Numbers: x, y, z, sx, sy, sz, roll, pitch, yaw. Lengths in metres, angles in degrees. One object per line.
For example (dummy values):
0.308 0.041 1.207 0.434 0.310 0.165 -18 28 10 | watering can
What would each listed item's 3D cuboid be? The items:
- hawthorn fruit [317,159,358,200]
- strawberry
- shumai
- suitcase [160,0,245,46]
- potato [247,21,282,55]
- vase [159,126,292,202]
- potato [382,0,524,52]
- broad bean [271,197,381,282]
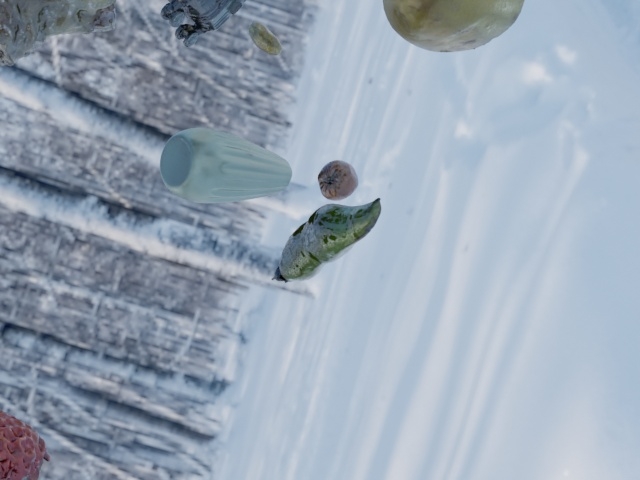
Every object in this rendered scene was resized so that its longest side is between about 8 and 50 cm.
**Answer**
0.040 -0.096 1.659 0.103 0.066 0.067 1 -70 -53 | hawthorn fruit
-0.545 0.309 1.538 0.205 0.244 0.205 -34 -12 -9 | strawberry
-0.342 -0.311 1.265 0.206 0.175 0.166 -110 12 -48 | shumai
-0.158 -0.464 1.527 0.312 0.202 0.128 -47 -19 -2 | suitcase
-0.119 -0.422 2.127 0.046 0.092 0.045 -31 -15 -46 | potato
-0.155 -0.123 1.764 0.128 0.248 0.128 -4 85 43 | vase
0.162 -0.344 1.409 0.158 0.203 0.178 -24 -55 -58 | potato
0.000 0.000 1.431 0.339 0.061 0.077 140 130 -63 | broad bean
